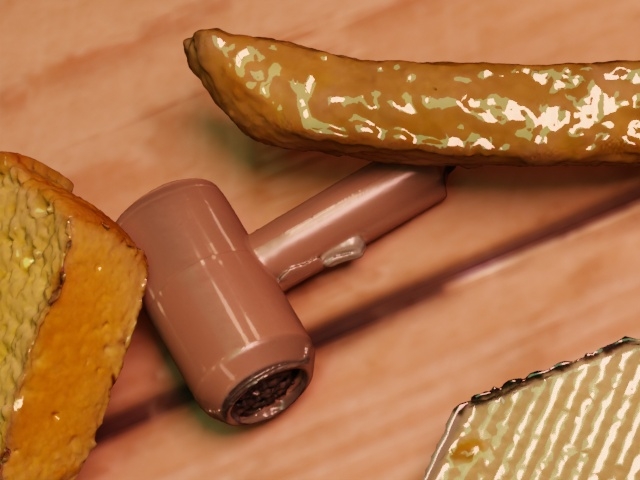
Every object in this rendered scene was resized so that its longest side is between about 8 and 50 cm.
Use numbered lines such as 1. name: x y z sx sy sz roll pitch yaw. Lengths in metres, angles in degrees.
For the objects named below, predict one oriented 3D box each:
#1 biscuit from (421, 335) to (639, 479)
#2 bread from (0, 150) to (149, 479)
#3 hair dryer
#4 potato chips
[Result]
1. biscuit: 0.167 0.130 0.836 0.250 0.046 0.147 19 77 20
2. bread: -0.149 0.055 0.909 0.103 0.065 0.187 18 90 39
3. hair dryer: 0.000 0.000 0.926 0.181 0.064 0.117 -31 64 -4
4. potato chips: 0.135 -0.070 0.889 0.407 0.057 0.080 -2 74 5
